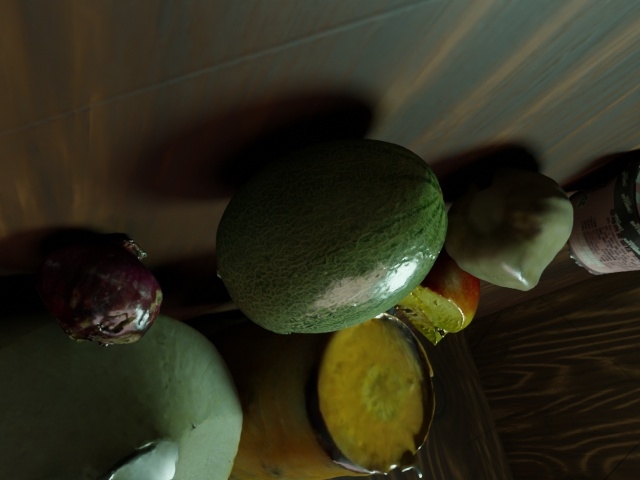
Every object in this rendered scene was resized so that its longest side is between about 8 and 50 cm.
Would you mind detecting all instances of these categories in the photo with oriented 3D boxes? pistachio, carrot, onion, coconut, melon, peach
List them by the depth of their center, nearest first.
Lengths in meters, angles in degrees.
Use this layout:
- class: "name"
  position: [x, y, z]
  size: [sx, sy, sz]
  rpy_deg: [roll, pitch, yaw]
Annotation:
- class: "melon"
  position: [0.000, 0.000, 0.420]
  size: [0.192, 0.139, 0.139]
  rpy_deg: [-22, 164, 21]
- class: "onion"
  position: [-0.186, 0.041, 0.483]
  size: [0.107, 0.097, 0.107]
  rpy_deg: [21, 157, 9]
- class: "coconut"
  position: [-0.240, 0.209, 0.580]
  size: [0.323, 0.323, 0.323]
  rpy_deg: [-15, 165, -4]
- class: "pistachio"
  position: [0.209, -0.011, 0.611]
  size: [0.129, 0.131, 0.206]
  rpy_deg: [-15, 172, 28]
- class: "peach"
  position: [0.131, 0.047, 0.683]
  size: [0.118, 0.151, 0.151]
  rpy_deg: [-52, 177, -20]
- class: "carrot"
  position: [-0.043, 0.205, 0.736]
  size: [0.224, 0.224, 0.340]
  rpy_deg: [-3, 168, -40]

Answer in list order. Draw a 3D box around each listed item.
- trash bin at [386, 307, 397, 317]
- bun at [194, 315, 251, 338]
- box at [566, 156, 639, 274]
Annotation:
- class: "trash bin"
  position: [0.047, 0.160, 0.918]
  size: [0.176, 0.101, 0.236]
  rpy_deg: [-2, 140, 26]
- class: "bun"
  position: [-0.163, 0.245, 0.991]
  size: [0.281, 0.281, 0.205]
  rpy_deg: [-18, 140, 10]
- class: "box"
  position: [0.408, -0.024, 0.737]
  size: [0.151, 0.151, 0.135]
  rpy_deg: [-9, 171, -23]
